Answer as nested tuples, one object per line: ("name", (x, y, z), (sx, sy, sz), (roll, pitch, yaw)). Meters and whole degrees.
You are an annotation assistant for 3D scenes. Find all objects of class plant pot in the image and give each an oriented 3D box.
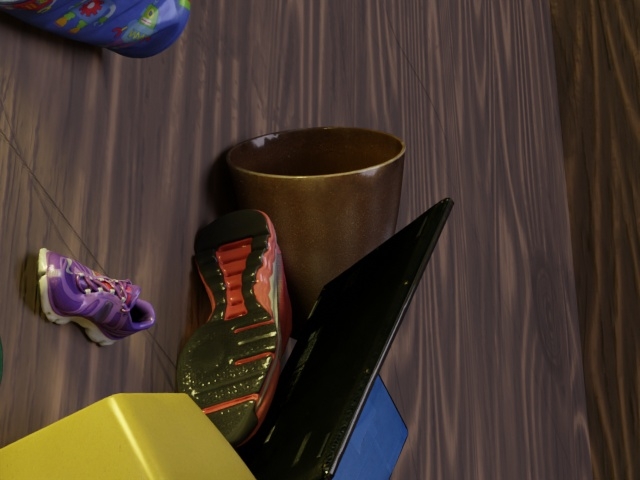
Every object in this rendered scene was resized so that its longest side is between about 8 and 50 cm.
("plant pot", (0.000, 0.000, 2.113), (0.215, 0.215, 0.230), (-52, 141, -65))
("plant pot", (-0.168, 0.242, 1.488), (0.212, 0.212, 0.187), (14, 52, -67))

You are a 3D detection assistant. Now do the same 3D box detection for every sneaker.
("sneaker", (-0.072, 0.114, 1.930), (0.136, 0.116, 0.313), (59, 26, -43))
("sneaker", (-0.214, 0.048, 1.657), (0.170, 0.071, 0.068), (36, 44, -60))

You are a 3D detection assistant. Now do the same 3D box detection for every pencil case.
("pencil case", (-0.234, -0.265, 1.719), (0.119, 0.133, 0.306), (59, 15, 15))

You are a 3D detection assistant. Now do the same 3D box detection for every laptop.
("laptop", (0.055, 0.230, 1.908), (0.236, 0.408, 0.382), (36, 52, -13))

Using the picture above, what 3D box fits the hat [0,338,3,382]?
("hat", (-0.355, 0.074, 1.334), (0.208, 0.183, 0.173), (-48, 127, -15))
